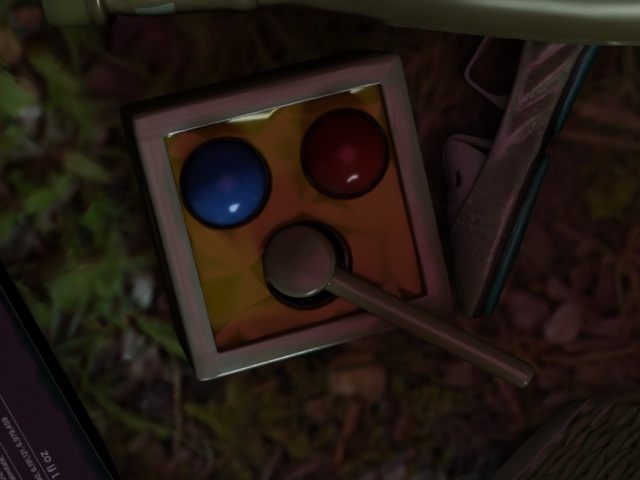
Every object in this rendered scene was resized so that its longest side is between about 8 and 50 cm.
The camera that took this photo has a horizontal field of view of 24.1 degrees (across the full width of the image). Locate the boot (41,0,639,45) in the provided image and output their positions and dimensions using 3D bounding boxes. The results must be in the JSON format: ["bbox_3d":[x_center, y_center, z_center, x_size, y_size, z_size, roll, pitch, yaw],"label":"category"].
[{"bbox_3d":[0.024,-0.193,0.586,0.270,0.089,0.236,-2,108,-1],"label":"boot"}]

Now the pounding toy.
[{"bbox_3d":[0.000,0.000,0.619,0.130,0.100,0.141,-15,100,-9],"label":"pounding toy"}]

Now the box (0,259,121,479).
[{"bbox_3d":[-0.217,0.031,0.578,0.184,0.103,0.261,-29,103,-10],"label":"box"}]

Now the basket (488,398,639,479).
[{"bbox_3d":[0.119,0.158,0.637,0.167,0.103,0.113,-41,105,-28],"label":"basket"}]

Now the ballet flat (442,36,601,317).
[{"bbox_3d":[0.082,-0.049,0.661,0.052,0.057,0.168,22,88,9],"label":"ballet flat"}]
